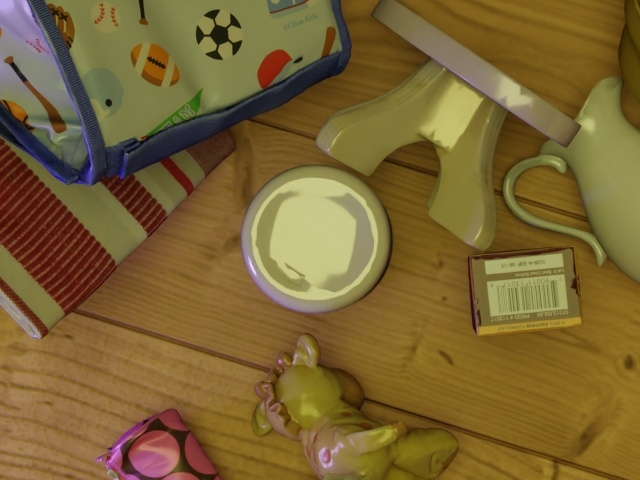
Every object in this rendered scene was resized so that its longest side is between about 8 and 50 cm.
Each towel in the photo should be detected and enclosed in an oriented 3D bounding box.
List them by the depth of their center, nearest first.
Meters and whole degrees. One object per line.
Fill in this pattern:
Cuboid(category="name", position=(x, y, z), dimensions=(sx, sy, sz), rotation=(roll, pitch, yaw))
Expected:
Cuboid(category="towel", position=(-0.257, -0.085, 1.813), dimensions=(0.237, 0.037, 0.329), rotation=(47, 54, -7))

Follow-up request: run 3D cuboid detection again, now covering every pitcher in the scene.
Cuboid(category="pitcher", position=(0.301, -0.035, 1.854), dimensions=(0.178, 0.125, 0.207), rotation=(-42, 76, 21))

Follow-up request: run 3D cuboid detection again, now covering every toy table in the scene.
Cuboid(category="toy table", position=(0.118, -0.115, 1.810), dimensions=(0.252, 0.274, 0.161), rotation=(29, 98, -35))

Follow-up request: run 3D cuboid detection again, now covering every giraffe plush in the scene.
Cuboid(category="giraffe plush", position=(0.010, 0.196, 1.850), dimensions=(0.181, 0.210, 0.170), rotation=(-43, 58, 5))

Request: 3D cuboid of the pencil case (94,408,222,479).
Cuboid(category="pencil case", position=(-0.140, 0.283, 1.883), dimensions=(0.098, 0.095, 0.209), rotation=(-31, 85, -32))

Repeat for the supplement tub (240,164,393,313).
Cuboid(category="supplement tub", position=(0.000, 0.000, 1.822), dimensions=(0.144, 0.200, 0.144), rotation=(0, 89, 3))

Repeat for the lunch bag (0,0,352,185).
Cuboid(category="lunch bag", position=(-0.197, -0.256, 1.747), dimensions=(0.328, 0.239, 0.385), rotation=(-28, 74, -32))

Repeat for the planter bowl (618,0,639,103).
Cuboid(category="planter bowl", position=(0.367, -0.179, 1.834), dimensions=(0.217, 0.217, 0.090), rotation=(49, 129, 3))

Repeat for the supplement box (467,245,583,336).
Cuboid(category="supplement box", position=(0.201, 0.049, 1.814), dimensions=(0.104, 0.188, 0.081), rotation=(-5, 89, 4))
